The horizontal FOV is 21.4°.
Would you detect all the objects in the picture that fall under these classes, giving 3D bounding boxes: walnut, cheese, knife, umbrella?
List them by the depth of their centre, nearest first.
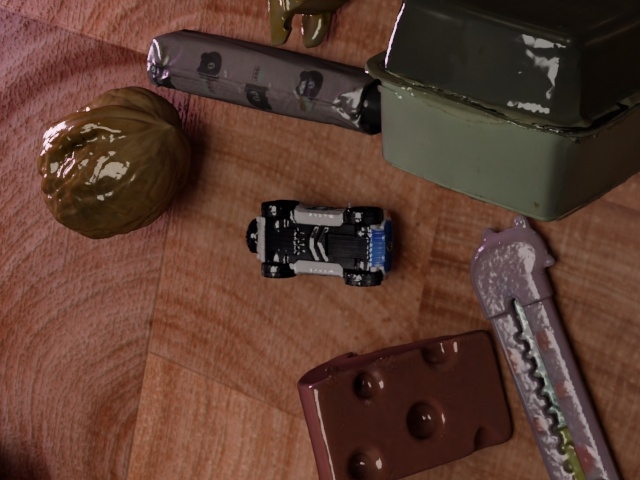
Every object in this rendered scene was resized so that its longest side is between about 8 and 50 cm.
[{"bbox_3d":[0.229,0.174,1.627,0.132,0.038,0.399,-22,83,31],"label":"knife"},{"bbox_3d":[0.056,0.167,1.709,0.177,0.203,0.128,-9,96,66],"label":"cheese"},{"bbox_3d":[-0.036,-0.162,1.743,0.337,0.073,0.067,15,124,31],"label":"umbrella"},{"bbox_3d":[-0.220,-0.086,1.835,0.184,0.155,0.155,-26,82,33],"label":"walnut"}]

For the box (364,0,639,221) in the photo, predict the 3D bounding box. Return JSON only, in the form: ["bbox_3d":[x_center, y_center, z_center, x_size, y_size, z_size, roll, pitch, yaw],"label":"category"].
[{"bbox_3d":[0.196,-0.148,1.457,0.220,0.290,0.166,23,123,30],"label":"box"}]

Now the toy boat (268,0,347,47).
[{"bbox_3d":[-0.038,-0.349,1.706,0.115,0.089,0.310,-8,93,38],"label":"toy boat"}]

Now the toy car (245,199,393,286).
[{"bbox_3d":[0.000,0.000,1.741,0.170,0.070,0.080,5,99,32],"label":"toy car"}]
